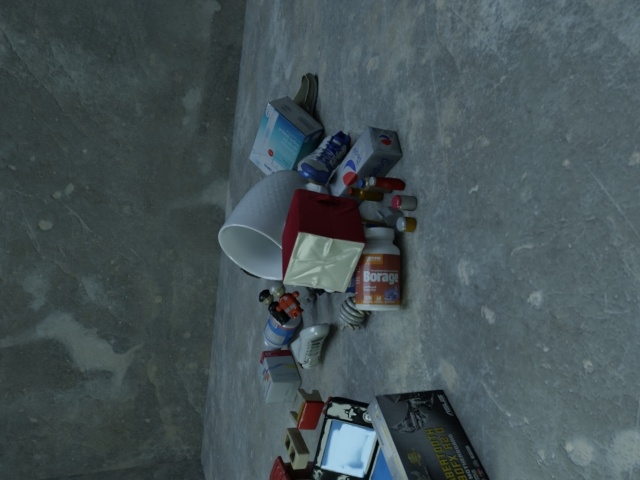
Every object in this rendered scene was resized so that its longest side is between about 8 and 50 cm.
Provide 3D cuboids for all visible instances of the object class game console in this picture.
[{"bbox_3d":[0.112,0.599,1.205,0.173,0.249,0.294,-73,-5,-73],"label":"game console"}]

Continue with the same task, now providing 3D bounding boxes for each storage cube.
[{"bbox_3d":[0.000,0.000,1.250,0.193,0.183,0.215,-96,21,-50],"label":"storage cube"}]

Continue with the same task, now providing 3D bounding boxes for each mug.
[{"bbox_3d":[-0.119,-0.085,1.547,0.373,0.276,0.328,-16,37,46],"label":"mug"}]

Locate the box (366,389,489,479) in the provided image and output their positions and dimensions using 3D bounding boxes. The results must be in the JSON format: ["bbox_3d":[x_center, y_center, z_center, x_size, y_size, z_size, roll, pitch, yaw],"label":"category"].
[{"bbox_3d":[0.220,0.429,0.952,0.231,0.182,0.056,-112,35,-46],"label":"box"}]

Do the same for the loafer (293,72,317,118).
[{"bbox_3d":[-0.072,-0.564,1.884,0.094,0.087,0.252,-166,80,-66],"label":"loafer"}]

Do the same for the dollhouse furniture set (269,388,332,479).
[{"bbox_3d":[-0.011,0.670,1.444,0.152,0.201,0.375,44,120,61],"label":"dollhouse furniture set"}]

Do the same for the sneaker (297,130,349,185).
[{"bbox_3d":[0.016,-0.279,1.485,0.131,0.111,0.296,-55,4,31],"label":"sneaker"}]

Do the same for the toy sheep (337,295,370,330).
[{"bbox_3d":[0.095,0.222,1.391,0.132,0.091,0.091,-59,31,14],"label":"toy sheep"}]

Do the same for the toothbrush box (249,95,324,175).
[{"bbox_3d":[-0.144,-0.391,1.861,0.216,0.126,0.296,44,138,12],"label":"toothbrush box"}]

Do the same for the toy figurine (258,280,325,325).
[{"bbox_3d":[-0.102,0.186,1.665,0.148,0.209,0.213,50,151,2],"label":"toy figurine"}]

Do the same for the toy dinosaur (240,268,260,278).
[{"bbox_3d":[-0.292,0.131,2.139,0.160,0.313,0.121,7,107,29],"label":"toy dinosaur"}]

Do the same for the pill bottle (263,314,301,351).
[{"bbox_3d":[-0.170,0.371,1.925,0.222,0.124,0.124,116,148,-42],"label":"pill bottle"}]

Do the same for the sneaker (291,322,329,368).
[{"bbox_3d":[-0.023,0.383,1.636,0.290,0.105,0.123,118,138,-58],"label":"sneaker"}]

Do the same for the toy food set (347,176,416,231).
[{"bbox_3d":[0.168,-0.111,1.247,0.232,0.104,0.111,-119,40,-51],"label":"toy food set"}]

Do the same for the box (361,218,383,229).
[{"bbox_3d":[0.117,-0.023,1.345,0.136,0.028,0.081,11,114,31],"label":"box"}]

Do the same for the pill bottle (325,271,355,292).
[{"bbox_3d":[0.059,0.111,1.382,0.094,0.169,0.094,-176,90,-67],"label":"pill bottle"}]

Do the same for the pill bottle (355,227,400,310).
[{"bbox_3d":[0.153,0.078,1.232,0.121,0.121,0.217,165,106,-65],"label":"pill bottle"}]

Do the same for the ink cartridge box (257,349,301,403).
[{"bbox_3d":[-0.174,0.563,1.899,0.176,0.127,0.128,-122,42,-52],"label":"ink cartridge box"}]

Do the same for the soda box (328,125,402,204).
[{"bbox_3d":[0.123,-0.210,1.375,0.286,0.097,0.091,131,137,-53],"label":"soda box"}]
